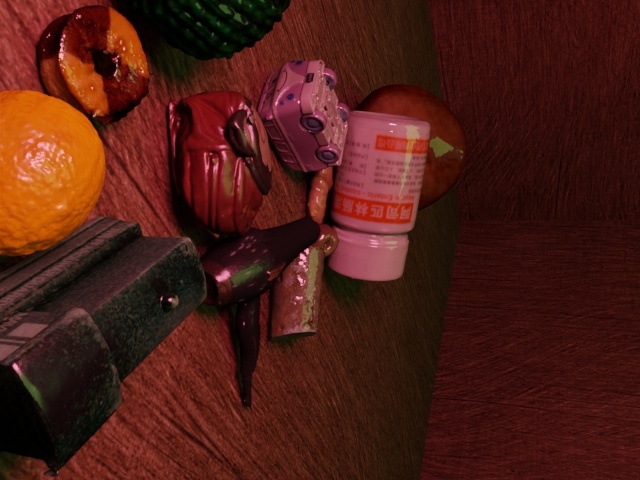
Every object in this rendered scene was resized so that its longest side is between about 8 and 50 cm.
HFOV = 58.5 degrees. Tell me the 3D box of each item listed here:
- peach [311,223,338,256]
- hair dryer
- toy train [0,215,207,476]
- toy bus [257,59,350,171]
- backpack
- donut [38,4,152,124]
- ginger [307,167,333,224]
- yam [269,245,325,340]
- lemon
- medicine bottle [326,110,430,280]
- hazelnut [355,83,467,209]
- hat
[{"bbox_3d":[-0.001,0.000,1.304,0.083,0.083,0.083,1,90,-68],"label":"peach"},{"bbox_3d":[-0.109,0.136,1.030,0.303,0.120,0.360,-30,130,-56],"label":"hair dryer"},{"bbox_3d":[-0.245,0.089,0.578,0.330,0.178,0.139,-51,136,-55],"label":"toy train"},{"bbox_3d":[-0.033,-0.245,1.132,0.202,0.142,0.142,60,37,-53],"label":"toy bus"},{"bbox_3d":[-0.149,-0.110,0.875,0.229,0.138,0.230,-1,90,-86],"label":"backpack"},{"bbox_3d":[-0.266,-0.203,0.672,0.140,0.059,0.141,1,90,-67],"label":"donut"},{"bbox_3d":[0.002,-0.176,1.320,0.089,0.075,0.288,5,89,-65],"label":"ginger"},{"bbox_3d":[-0.049,0.110,1.156,0.107,0.107,0.194,20,73,-67],"label":"yam"},{"bbox_3d":[-0.282,-0.060,0.533,0.187,0.142,0.142,-67,150,-31],"label":"lemon"},{"bbox_3d":[0.130,-0.109,1.353,0.211,0.210,0.372,-28,128,-65],"label":"medicine bottle"},{"bbox_3d":[0.229,-0.247,1.579,0.365,0.365,0.366,1,90,-68],"label":"hazelnut"},{"bbox_3d":[-0.175,-0.407,0.688,0.332,0.242,0.274,32,48,-50],"label":"hat"}]
